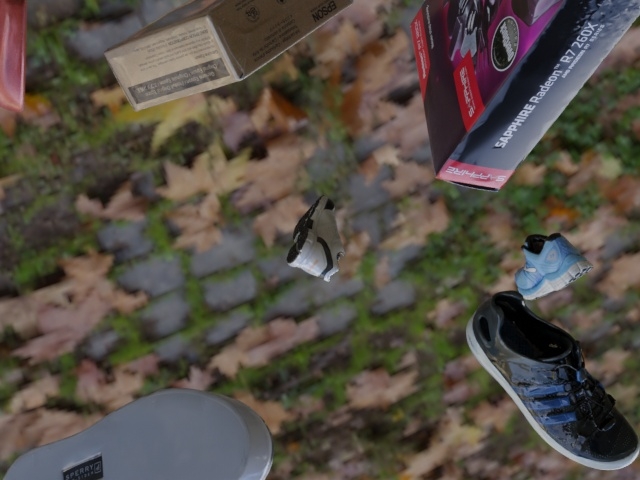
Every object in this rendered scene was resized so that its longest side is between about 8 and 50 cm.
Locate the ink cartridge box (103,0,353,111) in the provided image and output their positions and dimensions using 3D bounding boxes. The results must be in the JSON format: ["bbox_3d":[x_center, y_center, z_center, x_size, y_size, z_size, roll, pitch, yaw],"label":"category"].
[{"bbox_3d":[-0.106,-0.252,1.697,0.193,0.088,0.235,-11,-158,45],"label":"ink cartridge box"}]

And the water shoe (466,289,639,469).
[{"bbox_3d":[0.220,0.133,1.338,0.073,0.203,0.080,-45,172,-29],"label":"water shoe"}]

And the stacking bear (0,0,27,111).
[{"bbox_3d":[-0.484,-0.230,1.639,0.289,0.175,0.164,1,111,-11],"label":"stacking bear"}]

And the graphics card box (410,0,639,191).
[{"bbox_3d":[0.217,-0.251,1.497,0.094,0.233,0.371,10,144,-21],"label":"graphics card box"}]

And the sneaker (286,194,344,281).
[{"bbox_3d":[0.000,0.000,1.256,0.044,0.109,0.040,33,122,-11],"label":"sneaker"}]

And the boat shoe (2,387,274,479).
[{"bbox_3d":[-0.154,0.246,1.444,0.367,0.136,0.156,-25,151,36],"label":"boat shoe"}]

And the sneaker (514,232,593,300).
[{"bbox_3d":[0.273,0.023,1.733,0.063,0.073,0.162,-30,177,-18],"label":"sneaker"}]
